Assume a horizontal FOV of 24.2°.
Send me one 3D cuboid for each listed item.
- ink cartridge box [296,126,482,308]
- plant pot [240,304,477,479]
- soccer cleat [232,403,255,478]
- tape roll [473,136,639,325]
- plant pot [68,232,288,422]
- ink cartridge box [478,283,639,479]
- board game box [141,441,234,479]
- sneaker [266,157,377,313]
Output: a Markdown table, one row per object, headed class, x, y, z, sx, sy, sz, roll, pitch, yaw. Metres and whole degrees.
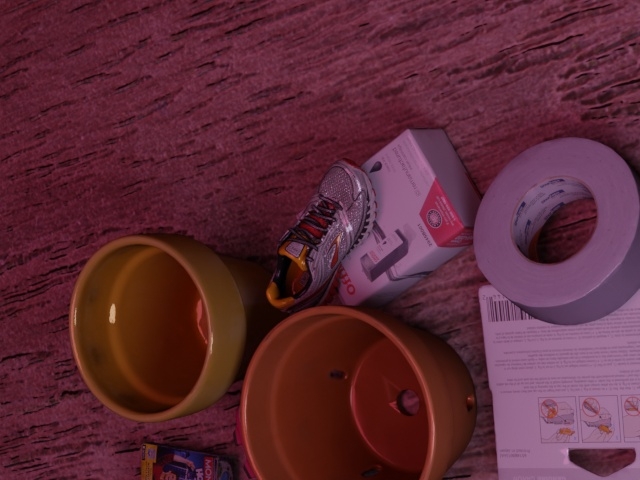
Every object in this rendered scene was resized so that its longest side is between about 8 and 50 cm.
| class | x | y | z | sx | sy | sz | roll | pitch | yaw |
| --- | --- | --- | --- | --- | --- | --- | --- | --- | --- |
| ink cartridge box | 0.096 | -0.026 | 1.970 | 0.218 | 0.092 | 0.159 | -38 | 72 | 32 |
| plant pot | 0.070 | 0.220 | 1.933 | 0.290 | 0.203 | 0.291 | 3 | 95 | 34 |
| soccer cleat | 0.006 | 0.347 | 2.050 | 0.143 | 0.116 | 0.331 | -32 | 80 | 21 |
| tape roll | 0.296 | -0.012 | 1.801 | 0.219 | 0.072 | 0.219 | -16 | 60 | 30 |
| plant pot | -0.177 | 0.111 | 2.072 | 0.254 | 0.239 | 0.254 | 3 | 95 | 34 |
| ink cartridge box | 0.347 | 0.171 | 1.827 | 0.296 | 0.066 | 0.261 | -6 | 90 | 34 |
| board game box | -0.173 | 0.401 | 2.194 | 0.194 | 0.060 | 0.194 | 5 | 95 | 33 |
| sneaker | 0.000 | 0.000 | 1.926 | 0.088 | 0.092 | 0.225 | 31 | 110 | 30 |
